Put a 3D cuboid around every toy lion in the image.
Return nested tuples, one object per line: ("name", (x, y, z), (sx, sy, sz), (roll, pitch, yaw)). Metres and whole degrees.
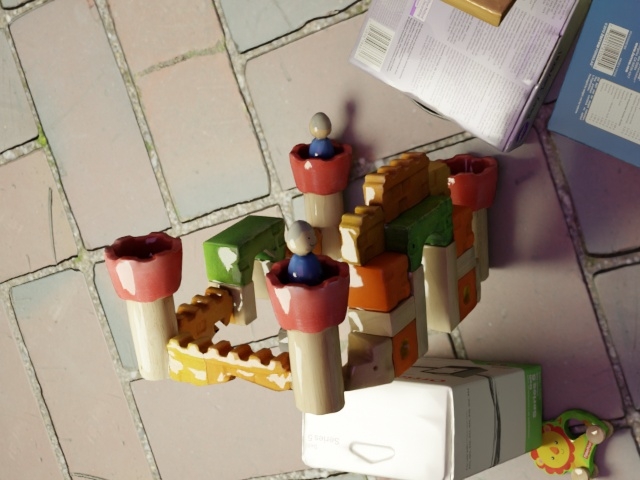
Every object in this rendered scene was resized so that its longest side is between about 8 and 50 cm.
("toy lion", (0.312, 0.258, 1.514), (0.096, 0.034, 0.100), (28, 115, 31))

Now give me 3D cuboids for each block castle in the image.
("block castle", (0.000, 0.000, 1.391), (0.303, 0.453, 0.213), (8, 114, 31))

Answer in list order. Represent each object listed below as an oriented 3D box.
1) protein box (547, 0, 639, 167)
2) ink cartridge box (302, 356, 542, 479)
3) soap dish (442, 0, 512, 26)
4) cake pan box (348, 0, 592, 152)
("protein box", (0.389, -0.181, 1.290), (0.201, 0.136, 0.200), (27, 114, 24))
("ink cartridge box", (0.130, 0.211, 1.458), (0.198, 0.273, 0.114), (1, 90, 31))
("soap dish", (0.177, -0.389, 1.309), (0.229, 0.118, 0.291), (30, 77, 20))
("cake pan box", (0.183, -0.270, 1.438), (0.246, 0.070, 0.267), (33, 117, 23))
